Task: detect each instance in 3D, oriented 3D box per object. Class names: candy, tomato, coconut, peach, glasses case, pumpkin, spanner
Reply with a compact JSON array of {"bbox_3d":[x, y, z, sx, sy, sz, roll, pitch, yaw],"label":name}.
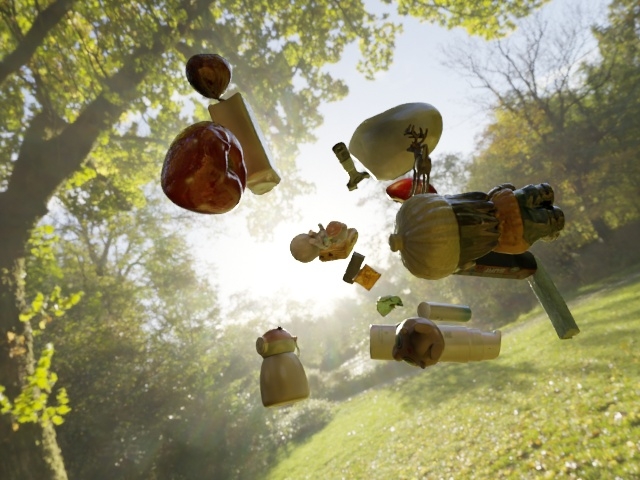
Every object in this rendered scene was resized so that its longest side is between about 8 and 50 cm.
[{"bbox_3d":[-0.286,-0.366,1.735,0.145,0.359,0.208,-24,-7,3],"label":"candy"},{"bbox_3d":[0.329,-0.459,1.984,0.426,0.386,0.186,-27,-40,10],"label":"candy"},{"bbox_3d":[-0.353,-0.204,1.347,0.226,0.299,0.298,-9,-10,11],"label":"tomato"},{"bbox_3d":[0.313,0.290,2.070,0.133,0.055,0.158,-10,-38,-14],"label":"coconut"},{"bbox_3d":[0.446,-0.222,2.122,0.154,0.267,0.159,-63,11,-6],"label":"peach"},{"bbox_3d":[0.170,0.143,2.316,0.042,0.072,0.191,-59,-9,-56],"label":"glasses case"},{"bbox_3d":[0.166,0.131,1.595,0.083,0.074,0.054,-52,6,4],"label":"pumpkin"},{"bbox_3d":[0.091,-0.221,1.344,0.087,0.024,0.316,-30,-20,6],"label":"spanner"}]

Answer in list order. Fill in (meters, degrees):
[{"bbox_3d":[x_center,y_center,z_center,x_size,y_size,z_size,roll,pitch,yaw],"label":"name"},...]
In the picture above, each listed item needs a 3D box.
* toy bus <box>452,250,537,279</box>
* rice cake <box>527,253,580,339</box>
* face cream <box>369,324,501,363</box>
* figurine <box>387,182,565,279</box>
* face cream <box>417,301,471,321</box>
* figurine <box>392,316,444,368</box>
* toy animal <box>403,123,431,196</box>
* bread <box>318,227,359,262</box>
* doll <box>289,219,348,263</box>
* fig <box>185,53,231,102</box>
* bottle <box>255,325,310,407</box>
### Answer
[{"bbox_3d":[0.533,0.069,1.543,0.408,0.093,0.092,5,-37,-7],"label":"toy bus"},{"bbox_3d":[0.772,0.179,1.539,0.066,0.336,0.063,5,-40,-19],"label":"rice cake"},{"bbox_3d":[0.308,0.280,1.222,0.345,0.102,0.102,1,-11,8],"label":"face cream"},{"bbox_3d":[0.307,-0.033,0.914,0.332,0.185,0.204,-20,-26,18],"label":"figurine"},{"bbox_3d":[0.516,0.298,1.864,0.250,0.077,0.077,8,-31,-32],"label":"face cream"},{"bbox_3d":[0.233,0.246,1.078,0.125,0.125,0.138,-21,-12,-21],"label":"figurine"},{"bbox_3d":[0.358,-0.285,1.592,0.087,0.260,0.243,2,9,-7],"label":"toy animal"},{"bbox_3d":[0.093,0.030,2.411,0.210,0.099,0.235,-12,27,29],"label":"bread"},{"bbox_3d":[0.000,0.000,2.027,0.287,0.151,0.151,-26,-13,16],"label":"doll"},{"bbox_3d":[-0.486,-0.696,1.996,0.186,0.250,0.203,-13,2,43],"label":"fig"},{"bbox_3d":[-0.125,0.385,1.397,0.147,0.237,0.147,-12,-21,-5],"label":"bottle"}]
